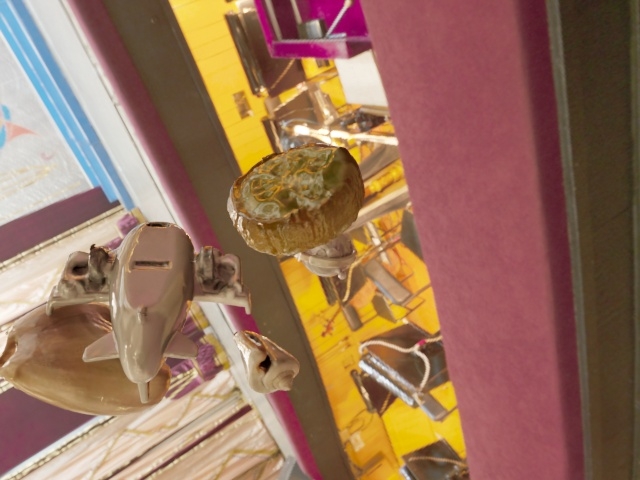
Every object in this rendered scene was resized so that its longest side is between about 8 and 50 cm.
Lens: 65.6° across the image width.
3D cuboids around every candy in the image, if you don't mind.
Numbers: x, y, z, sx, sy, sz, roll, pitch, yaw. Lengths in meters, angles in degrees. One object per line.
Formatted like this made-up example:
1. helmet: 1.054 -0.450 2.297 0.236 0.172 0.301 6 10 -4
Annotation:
1. candy: -0.045 -0.082 0.921 0.260 0.260 0.118 36 154 50

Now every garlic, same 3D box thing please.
1. garlic: -0.304 0.147 0.667 0.217 0.110 0.228 30 -178 20

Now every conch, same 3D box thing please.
1. conch: -0.106 0.216 0.934 0.094 0.104 0.176 -56 47 28

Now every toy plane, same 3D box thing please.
1. toy plane: -0.214 0.071 0.637 0.252 0.252 0.118 46 142 34

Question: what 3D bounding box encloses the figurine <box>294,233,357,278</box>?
1. figurine: 0.000 0.004 1.222 0.237 0.162 0.141 48 134 49
